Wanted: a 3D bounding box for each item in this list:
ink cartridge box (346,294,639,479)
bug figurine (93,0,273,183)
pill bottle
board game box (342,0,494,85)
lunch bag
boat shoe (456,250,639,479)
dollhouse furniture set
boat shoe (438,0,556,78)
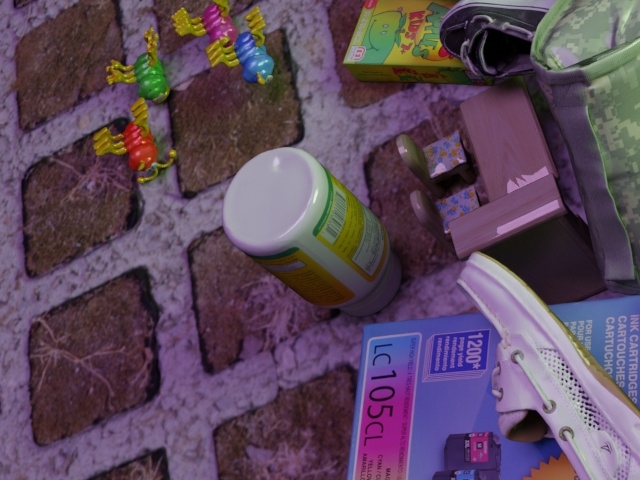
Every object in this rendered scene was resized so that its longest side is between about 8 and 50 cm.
[{"bbox_3d":[0.227,0.198,1.128,0.396,0.151,0.269,-8,61,28],"label":"ink cartridge box"},{"bbox_3d":[-0.167,-0.208,1.664,0.279,0.072,0.216,-35,44,19],"label":"bug figurine"},{"bbox_3d":[0.000,0.000,1.344,0.118,0.208,0.117,-16,58,26],"label":"pill bottle"},{"bbox_3d":[0.123,-0.230,1.502,0.181,0.043,0.092,7,69,36],"label":"board game box"},{"bbox_3d":[0.297,-0.120,1.134,0.169,0.235,0.287,1,39,35],"label":"lunch bag"},{"bbox_3d":[0.177,0.120,1.040,0.096,0.098,0.277,-41,50,5],"label":"boat shoe"},{"bbox_3d":[0.188,-0.069,1.289,0.212,0.161,0.242,-26,53,19],"label":"dollhouse furniture set"},{"bbox_3d":[0.177,-0.204,1.329,0.070,0.077,0.219,-39,21,-20],"label":"boat shoe"}]
